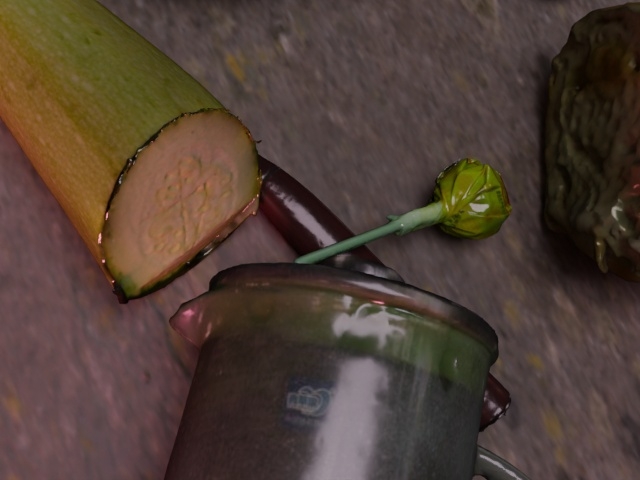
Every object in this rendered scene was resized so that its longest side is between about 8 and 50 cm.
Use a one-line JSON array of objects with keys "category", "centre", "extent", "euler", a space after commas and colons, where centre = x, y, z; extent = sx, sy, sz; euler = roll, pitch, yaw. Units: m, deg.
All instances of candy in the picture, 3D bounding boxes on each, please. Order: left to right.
[{"category": "candy", "centre": [0.061, -0.012, 0.562], "extent": [0.193, 0.058, 0.062], "euler": [-19, 64, -32]}]

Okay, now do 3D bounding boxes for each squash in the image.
[{"category": "squash", "centre": [-0.159, -0.113, 0.513], "extent": [0.137, 0.137, 0.287], "euler": [-36, 85, -20]}]

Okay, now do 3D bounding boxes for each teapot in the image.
[{"category": "teapot", "centre": [0.017, 0.180, 0.438], "extent": [0.270, 0.200, 0.337], "euler": [13, 70, 1]}]

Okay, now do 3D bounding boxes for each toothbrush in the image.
[{"category": "toothbrush", "centre": [0.000, 0.000, 0.570], "extent": [0.364, 0.041, 0.041], "euler": [45, 69, 1]}]

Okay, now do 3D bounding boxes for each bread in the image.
[{"category": "bread", "centre": [0.312, -0.067, 0.594], "extent": [0.251, 0.238, 0.196], "euler": [10, 114, -8]}]
